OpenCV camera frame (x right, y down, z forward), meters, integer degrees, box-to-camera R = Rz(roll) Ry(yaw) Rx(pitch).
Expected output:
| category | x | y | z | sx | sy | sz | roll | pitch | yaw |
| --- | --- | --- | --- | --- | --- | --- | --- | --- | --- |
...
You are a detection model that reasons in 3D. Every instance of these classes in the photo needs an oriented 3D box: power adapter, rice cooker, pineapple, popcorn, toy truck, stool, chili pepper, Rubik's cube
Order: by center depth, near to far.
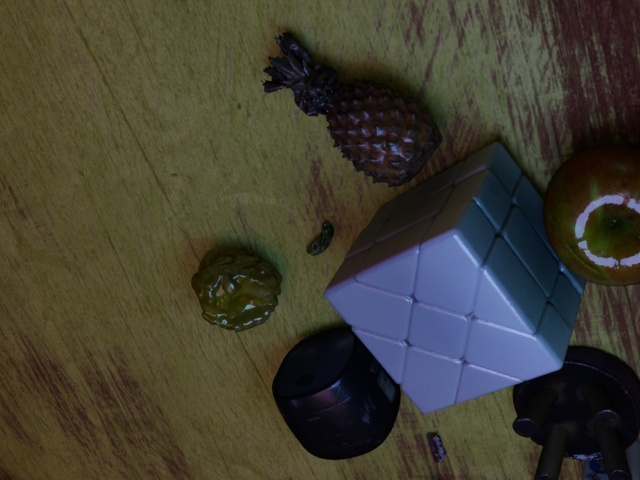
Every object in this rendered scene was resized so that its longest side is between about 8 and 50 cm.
| category | x | y | z | sx | sy | sz | roll | pitch | yaw |
| --- | --- | --- | --- | --- | --- | --- | --- | --- | --- |
| Rubik's cube | 0.257 | 0.071 | 1.644 | 0.318 | 0.316 | 0.322 | -29 | 108 | 38 |
| pineapple | 0.050 | -0.251 | 1.649 | 0.361 | 0.175 | 0.175 | 43 | 127 | 10 |
| stool | 0.519 | 0.371 | 1.830 | 0.272 | 0.178 | 0.272 | 9 | 122 | 14 |
| power adapter | 0.623 | 0.533 | 1.877 | 0.130 | 0.205 | 0.125 | -24 | 109 | 29 |
| chili pepper | 0.001 | 0.001 | 1.887 | 0.034 | 0.030 | 0.091 | 49 | 126 | 18 |
| popcorn | -0.180 | 0.102 | 1.944 | 0.197 | 0.156 | 0.198 | -6 | 124 | -9 |
| rice cooker | 0.041 | 0.332 | 1.948 | 0.267 | 0.267 | 0.224 | -21 | 118 | 30 |
| toy truck | 0.268 | 0.482 | 2.088 | 0.032 | 0.024 | 0.083 | 3 | 122 | 45 |

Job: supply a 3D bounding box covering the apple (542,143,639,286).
| category | x | y | z | sx | sy | sz | roll | pitch | yaw |
| --- | --- | --- | --- | --- | --- | --- | --- | --- | --- |
| apple | 0.510 | -0.050 | 1.550 | 0.246 | 0.226 | 0.246 | 7 | 112 | 18 |
